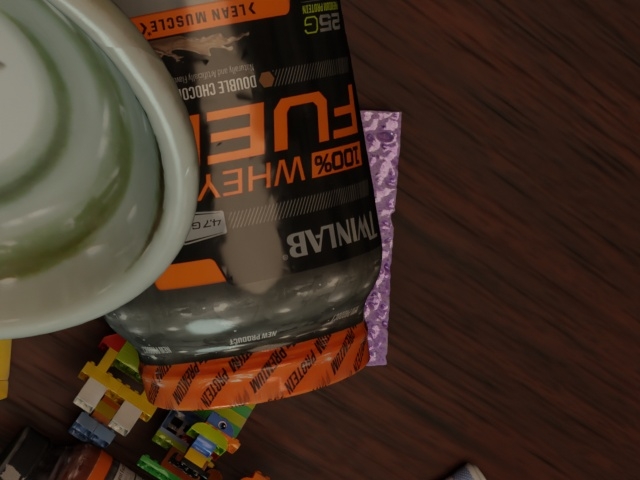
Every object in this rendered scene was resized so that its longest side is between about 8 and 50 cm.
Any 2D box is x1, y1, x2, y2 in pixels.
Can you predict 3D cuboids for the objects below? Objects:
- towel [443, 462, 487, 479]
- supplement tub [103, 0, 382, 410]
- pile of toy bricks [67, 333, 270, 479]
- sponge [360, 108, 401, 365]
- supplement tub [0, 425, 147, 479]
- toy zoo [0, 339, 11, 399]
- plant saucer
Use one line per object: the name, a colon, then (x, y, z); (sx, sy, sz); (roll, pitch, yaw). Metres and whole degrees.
towel: (0.072, 0.345, 1.288); (0.285, 0.034, 0.209); (-35, 108, -8)
supplement tub: (-0.072, -0.066, 1.053); (0.207, 0.207, 0.338); (-13, 98, -15)
pile of toy bricks: (-0.088, 0.147, 1.174); (0.212, 0.118, 0.105); (34, 60, -5)
sponge: (0.000, 0.000, 1.198); (0.117, 0.031, 0.210); (0, 100, -17)
supplement tub: (-0.162, 0.224, 1.143); (0.198, 0.106, 0.106); (37, 88, -8)
toy zoo: (-0.309, 0.017, 1.077); (0.192, 0.030, 0.293); (0, 101, -34)
plant saucer: (-0.263, -0.088, 0.895); (0.400, 0.400, 0.100); (25, 49, -20)
